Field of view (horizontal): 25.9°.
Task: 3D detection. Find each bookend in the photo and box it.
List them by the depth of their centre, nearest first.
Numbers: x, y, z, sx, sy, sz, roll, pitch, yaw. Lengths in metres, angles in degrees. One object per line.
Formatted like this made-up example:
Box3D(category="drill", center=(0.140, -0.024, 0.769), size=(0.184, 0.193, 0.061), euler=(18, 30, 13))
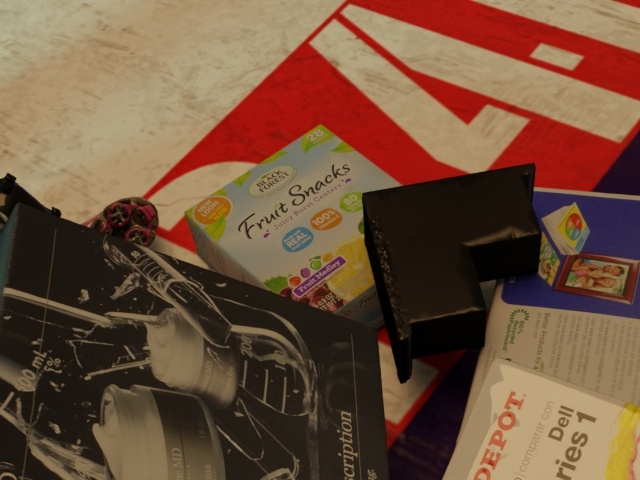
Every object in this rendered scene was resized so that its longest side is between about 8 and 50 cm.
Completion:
Box3D(category="bookend", center=(0.127, 0.025, 1.195), size=(0.157, 0.072, 0.156), euler=(-11, 54, -4))

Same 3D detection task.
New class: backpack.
Box3D(category="backpack", center=(-0.336, -0.014, 1.385), size=(0.114, 0.105, 0.084), euler=(6, 69, 29))

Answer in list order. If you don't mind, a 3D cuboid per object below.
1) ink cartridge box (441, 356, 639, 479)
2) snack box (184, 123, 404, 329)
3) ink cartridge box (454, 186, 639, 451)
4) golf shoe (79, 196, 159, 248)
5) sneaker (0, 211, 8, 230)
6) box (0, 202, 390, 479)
Box3D(category="ink cartridge box", center=(0.218, 0.229, 0.990), size=(0.278, 0.117, 0.201), euler=(19, 74, 25))
Box3D(category="snack box", center=(0.000, 0.000, 1.326), size=(0.174, 0.070, 0.207), euler=(-35, 49, -20))
Box3D(category="ink cartridge box", center=(0.295, 0.088, 1.188), size=(0.307, 0.072, 0.304), euler=(7, 48, 16))
Box3D(category="golf shoe", center=(-0.238, 0.023, 1.367), size=(0.186, 0.067, 0.086), euler=(-31, 6, -3))
Box3D(category="sneaker", center=(-0.285, 0.034, 1.287), size=(0.084, 0.215, 0.083), euler=(-35, 10, 10))
Box3D(category="box", center=(-0.122, 0.194, 0.990), size=(0.312, 0.179, 0.343), euler=(20, 42, -23))
